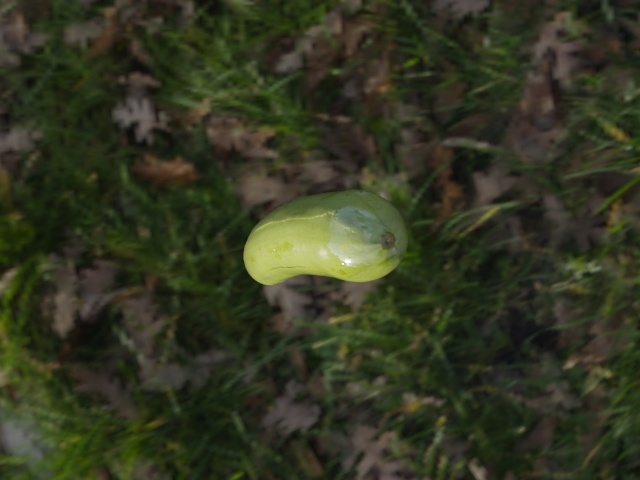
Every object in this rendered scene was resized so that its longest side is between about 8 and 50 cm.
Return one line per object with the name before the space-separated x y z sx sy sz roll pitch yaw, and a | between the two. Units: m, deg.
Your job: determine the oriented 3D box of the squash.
squash | 0.000 0.000 1.504 0.250 0.083 0.083 -7 95 63
